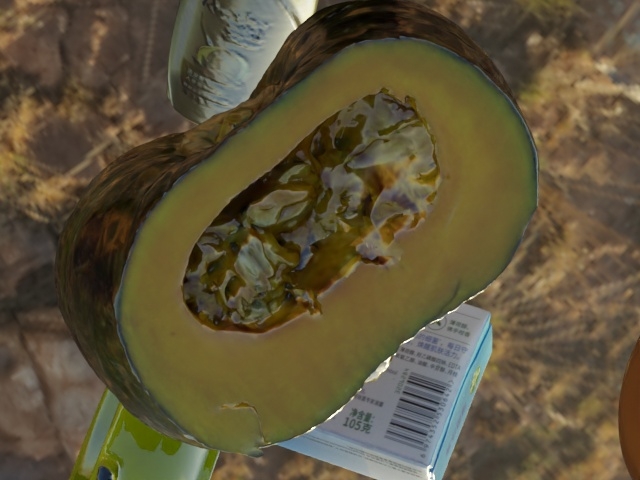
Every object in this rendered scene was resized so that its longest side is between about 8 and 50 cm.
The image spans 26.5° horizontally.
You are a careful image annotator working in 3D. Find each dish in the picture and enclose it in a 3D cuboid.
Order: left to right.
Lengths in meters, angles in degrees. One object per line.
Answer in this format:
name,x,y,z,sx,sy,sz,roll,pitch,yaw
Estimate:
dish,-0.155,0.196,1.228,0.108,0.221,0.262,23,152,-10

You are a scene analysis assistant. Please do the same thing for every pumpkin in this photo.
pumpkin,0.000,0.000,0.849,0.317,0.139,0.222,-40,112,-11

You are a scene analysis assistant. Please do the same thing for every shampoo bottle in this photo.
shampoo bottle,-0.065,-0.226,1.273,0.125,0.084,0.350,18,149,-8

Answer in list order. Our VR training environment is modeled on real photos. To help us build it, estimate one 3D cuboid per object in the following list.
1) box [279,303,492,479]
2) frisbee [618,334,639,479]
box,0.021,0.100,1.073,0.073,0.194,0.139,76,35,-58
frisbee,0.337,0.117,1.114,0.021,0.251,0.251,27,108,-28
